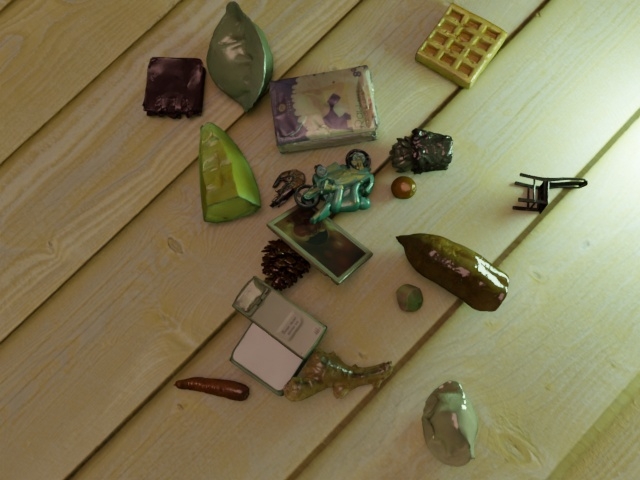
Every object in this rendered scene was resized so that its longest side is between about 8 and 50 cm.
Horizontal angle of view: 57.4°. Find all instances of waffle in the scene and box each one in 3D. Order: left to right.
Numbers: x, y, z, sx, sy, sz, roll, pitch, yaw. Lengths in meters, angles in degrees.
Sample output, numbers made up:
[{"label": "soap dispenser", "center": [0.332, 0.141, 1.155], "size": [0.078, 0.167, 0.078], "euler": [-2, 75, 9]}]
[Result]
[{"label": "waffle", "center": [0.475, -0.659, 1.973], "size": [0.221, 0.055, 0.248], "euler": [34, 82, 13]}]

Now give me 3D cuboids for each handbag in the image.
[{"label": "handbag", "center": [-0.505, -0.528, 2.037], "size": [0.203, 0.074, 0.216], "euler": [1, 79, 6]}]

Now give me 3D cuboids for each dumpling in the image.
[{"label": "dumpling", "center": [-0.257, -0.633, 1.978], "size": [0.320, 0.212, 0.270], "euler": [46, 122, 0]}, {"label": "dumpling", "center": [0.365, 0.524, 1.685], "size": [0.166, 0.126, 0.215], "euler": [-19, 84, 29]}]

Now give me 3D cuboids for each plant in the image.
[{"label": "plant", "center": [0.320, -0.283, 1.863], "size": [0.195, 0.132, 0.129], "euler": [0, 74, 1]}]

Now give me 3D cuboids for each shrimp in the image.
[{"label": "shrimp", "center": [-0.121, -0.173, 1.937], "size": [0.091, 0.034, 0.161], "euler": [37, 76, 24]}]

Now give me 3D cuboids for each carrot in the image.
[{"label": "carrot", "center": [-0.336, 0.451, 1.798], "size": [0.248, 0.059, 0.059], "euler": [6, 78, 10]}]

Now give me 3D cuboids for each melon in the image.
[{"label": "melon", "center": [-0.320, -0.229, 1.923], "size": [0.196, 0.124, 0.323], "euler": [-15, 70, 1]}]

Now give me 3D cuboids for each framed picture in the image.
[{"label": "framed picture", "center": [0.000, 0.000, 1.818], "size": [0.289, 0.020, 0.211], "euler": [40, 42, 13]}]

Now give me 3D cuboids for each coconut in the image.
[{"label": "coconut", "center": [0.276, 0.180, 1.787], "size": [0.083, 0.082, 0.081], "euler": [-47, 43, -15]}]

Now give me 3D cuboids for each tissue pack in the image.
[{"label": "tissue pack", "center": [0.013, -0.433, 1.933], "size": [0.344, 0.125, 0.242], "euler": [-8, 76, 2]}]

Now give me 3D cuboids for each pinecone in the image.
[{"label": "pinecone", "center": [-0.113, 0.073, 1.814], "size": [0.174, 0.173, 0.173], "euler": [-1, 77, 6]}]

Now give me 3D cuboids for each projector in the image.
[{"label": "projector", "center": [-0.128, 0.313, 1.782], "size": [0.198, 0.108, 0.250], "euler": [32, 83, 11]}]

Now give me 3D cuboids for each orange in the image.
[{"label": "orange", "center": [0.267, -0.167, 1.869], "size": [0.085, 0.085, 0.085], "euler": [-1, 77, 6]}]

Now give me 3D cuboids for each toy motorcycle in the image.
[{"label": "toy motorcycle", "center": [0.065, -0.161, 1.876], "size": [0.296, 0.109, 0.198], "euler": [-31, 76, -14]}]

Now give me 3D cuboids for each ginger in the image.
[{"label": "ginger", "center": [0.052, 0.399, 1.736], "size": [0.334, 0.081, 0.147], "euler": [3, 65, -14]}]

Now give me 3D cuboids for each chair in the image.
[{"label": "chair", "center": [0.716, -0.142, 1.815], "size": [0.213, 0.084, 0.101], "euler": [7, 74, 7]}]

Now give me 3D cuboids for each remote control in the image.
[{"label": "remote control", "center": [-0.125, 0.225, 1.730], "size": [0.285, 0.038, 0.123], "euler": [33, 81, 15]}]

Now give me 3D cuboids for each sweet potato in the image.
[{"label": "sweet potato", "center": [0.386, 0.075, 1.763], "size": [0.370, 0.158, 0.157], "euler": [31, 82, 11]}]
